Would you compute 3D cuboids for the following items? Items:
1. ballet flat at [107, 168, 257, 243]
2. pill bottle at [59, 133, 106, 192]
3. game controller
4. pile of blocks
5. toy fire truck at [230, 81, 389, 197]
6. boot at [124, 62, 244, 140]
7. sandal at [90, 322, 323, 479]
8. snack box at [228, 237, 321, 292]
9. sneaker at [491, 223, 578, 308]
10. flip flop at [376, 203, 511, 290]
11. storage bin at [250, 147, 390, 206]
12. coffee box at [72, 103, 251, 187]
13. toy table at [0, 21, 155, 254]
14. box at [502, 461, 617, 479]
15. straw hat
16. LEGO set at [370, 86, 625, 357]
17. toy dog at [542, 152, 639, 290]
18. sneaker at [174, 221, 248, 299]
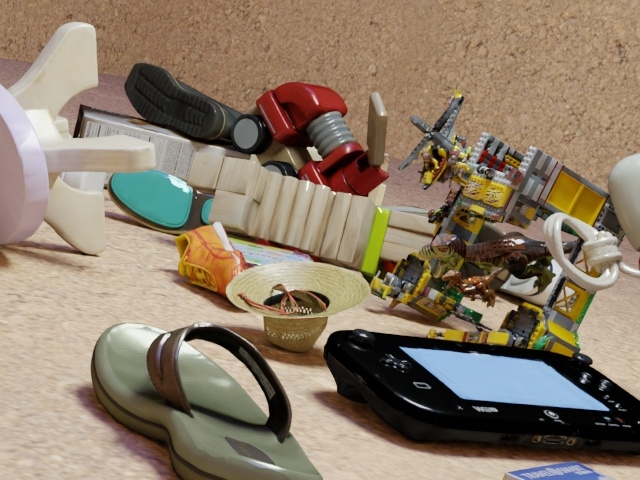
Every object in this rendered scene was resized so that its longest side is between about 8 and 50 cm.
[{"bbox_3d":[-0.160,-0.031,2.136,0.232,0.080,0.073,17,-20,3],"label":"ballet flat"},{"bbox_3d":[-0.361,-0.094,2.018,0.193,0.108,0.108,16,8,11],"label":"pill bottle"},{"bbox_3d":[0.158,0.134,1.479,0.319,0.067,0.166,8,10,-36],"label":"game controller"},{"bbox_3d":[0.000,0.000,2.053,0.362,0.112,0.149,17,-11,-12],"label":"pile of blocks"},{"bbox_3d":[0.014,-0.141,2.313,0.158,0.246,0.217,3,56,-57],"label":"toy fire truck"},{"bbox_3d":[-0.183,-0.189,2.453,0.198,0.077,0.137,37,15,34],"label":"boot"},{"bbox_3d":[-0.070,0.108,1.179,0.120,0.086,0.303,10,9,-28],"label":"sandal"},{"bbox_3d":[-0.053,0.035,1.908,0.100,0.037,0.141,11,9,-12],"label":"snack box"},{"bbox_3d":[0.271,0.042,2.329,0.095,0.090,0.235,24,6,-30],"label":"sneaker"},{"bbox_3d":[0.121,-0.001,2.203,0.277,0.112,0.080,8,24,-1],"label":"flip flop"},{"bbox_3d":[-0.056,-0.111,2.636,0.262,0.123,0.260,17,8,21],"label":"storage bin"},{"bbox_3d":[-0.237,-0.118,2.433,0.246,0.098,0.141,13,8,-12],"label":"coffee box"},{"bbox_3d":[-0.303,-0.094,1.760,0.161,0.252,0.274,-13,31,-35],"label":"toy table"},{"bbox_3d":[0.207,0.201,1.179,0.178,0.042,0.109,21,10,35],"label":"box"},{"bbox_3d":[-0.024,0.073,1.604,0.144,0.061,0.144,1,20,-1],"label":"straw hat"},{"bbox_3d":[0.163,-0.009,1.823,0.192,0.255,0.331,28,6,-33],"label":"LEGO set"},{"bbox_3d":[0.393,0.052,1.648,0.161,0.333,0.220,-37,-8,41],"label":"toy dog"},{"bbox_3d":[-0.112,0.035,1.787,0.067,0.064,0.175,-22,22,-11],"label":"sneaker"}]
